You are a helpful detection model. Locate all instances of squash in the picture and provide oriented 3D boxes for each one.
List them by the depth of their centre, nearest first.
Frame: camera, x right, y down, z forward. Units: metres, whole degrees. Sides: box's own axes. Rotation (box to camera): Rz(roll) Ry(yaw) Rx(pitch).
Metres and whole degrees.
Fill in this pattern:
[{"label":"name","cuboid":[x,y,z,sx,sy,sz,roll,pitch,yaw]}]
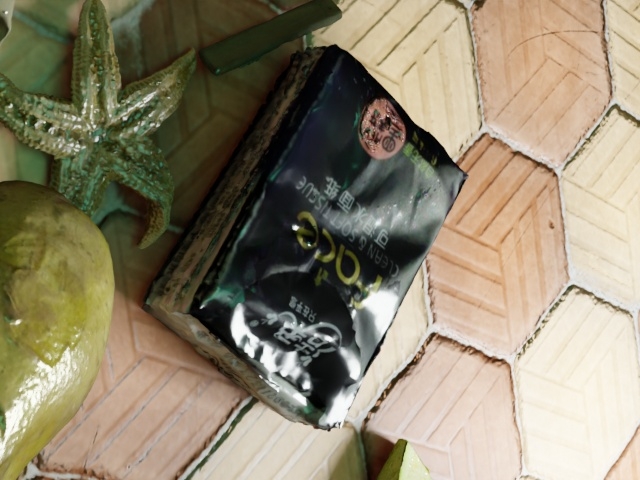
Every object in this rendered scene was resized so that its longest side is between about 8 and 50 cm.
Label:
[{"label":"squash","cuboid":[0.072,0.322,1.316,0.200,0.075,0.090,-59,151,-19]}]

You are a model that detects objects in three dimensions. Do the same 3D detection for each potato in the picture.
[{"label":"potato","cuboid":[-0.273,0.073,0.952,0.229,0.229,0.266,57,44,-27]}]

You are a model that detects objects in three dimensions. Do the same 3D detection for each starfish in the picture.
[{"label":"starfish","cuboid":[-0.206,-0.101,1.085,0.236,0.062,0.277,47,68,-25]}]

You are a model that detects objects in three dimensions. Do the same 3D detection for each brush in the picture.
[{"label":"brush","cuboid":[-0.050,-0.203,1.215,0.034,0.027,0.190,48,50,10]}]

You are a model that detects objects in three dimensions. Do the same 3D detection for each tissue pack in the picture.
[{"label":"tissue pack","cuboid":[0.000,0.000,1.207,0.245,0.123,0.332,42,67,-31]}]

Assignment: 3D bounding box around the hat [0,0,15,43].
[{"label":"hat","cuboid":[-0.350,-0.215,0.953,0.166,0.144,0.173,-27,66,-33]}]
